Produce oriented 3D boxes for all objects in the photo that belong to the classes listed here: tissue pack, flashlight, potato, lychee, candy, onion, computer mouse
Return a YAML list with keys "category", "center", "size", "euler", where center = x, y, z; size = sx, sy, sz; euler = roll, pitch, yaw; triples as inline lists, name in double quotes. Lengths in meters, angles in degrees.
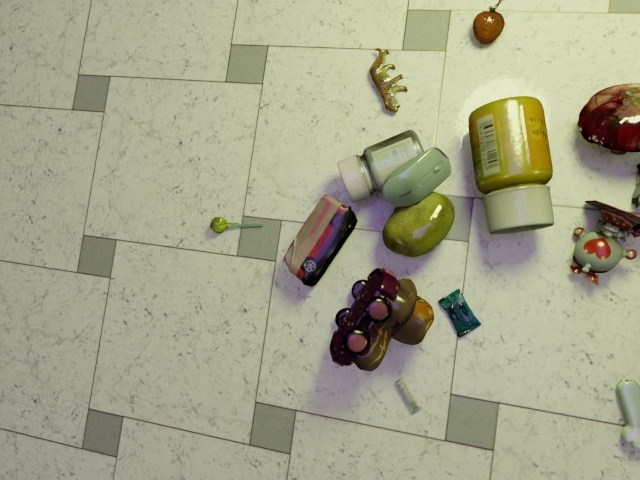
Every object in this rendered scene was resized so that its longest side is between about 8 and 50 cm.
- category: "tissue pack"
  center: [0.452, 0.237, 1.538]
  size: [0.085, 0.028, 0.138]
  euler: [-32, 83, 7]
- category: "flashlight"
  center: [0.929, 0.512, 1.403]
  size: [0.093, 0.047, 0.200]
  euler: [-10, 80, 10]
- category: "potato"
  center: [0.318, -0.050, 1.527]
  size: [0.197, 0.148, 0.228]
  euler: [26, 76, 28]
- category: "lychee"
  center: [0.562, -0.725, 1.564]
  size: [0.115, 0.101, 0.140]
  euler: [0, 99, -19]
- category: "candy"
  center: [-0.305, -0.055, 1.716]
  size: [0.194, 0.062, 0.058]
  euler: [1, 41, 3]
- category: "onion"
  center: [0.913, -0.348, 1.412]
  size: [0.252, 0.219, 0.252]
  euler: [-10, 39, 8]
- category: "computer mouse"
  center: [0.301, -0.188, 1.465]
  size: [0.231, 0.079, 0.128]
  euler: [-34, 122, 13]

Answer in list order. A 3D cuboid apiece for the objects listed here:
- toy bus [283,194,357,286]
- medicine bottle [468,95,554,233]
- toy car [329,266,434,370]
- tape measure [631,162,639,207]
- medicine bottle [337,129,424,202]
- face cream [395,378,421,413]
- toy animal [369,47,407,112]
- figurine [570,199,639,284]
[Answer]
- category: "toy bus"
  center: [0.000, 0.000, 1.604]
  size: [0.147, 0.127, 0.302]
  euler: [36, 94, 18]
- category: "medicine bottle"
  center: [0.589, -0.222, 1.449]
  size: [0.225, 0.224, 0.384]
  euler: [-7, 82, 11]
- category: "toy car"
  center: [0.194, 0.268, 1.493]
  size: [0.240, 0.271, 0.340]
  euler: [32, 95, -8]
- category: "tape measure"
  center: [1.050, -0.182, 1.411]
  size: [0.196, 0.105, 0.178]
  euler: [1, 85, 13]
- category: "medicine bottle"
  center: [0.207, -0.243, 1.563]
  size: [0.273, 0.165, 0.165]
  euler: [-21, 81, 11]
- category: "face cream"
  center: [0.286, 0.510, 1.549]
  size: [0.038, 0.020, 0.115]
  euler: [-33, 80, 6]
- category: "toy animal"
  center: [0.231, -0.561, 1.641]
  size: [0.099, 0.057, 0.241]
  euler: [-27, 81, 8]
- category: "figurine"
  center: [0.852, 0.017, 1.423]
  size: [0.184, 0.160, 0.226]
  euler: [25, 99, 13]
